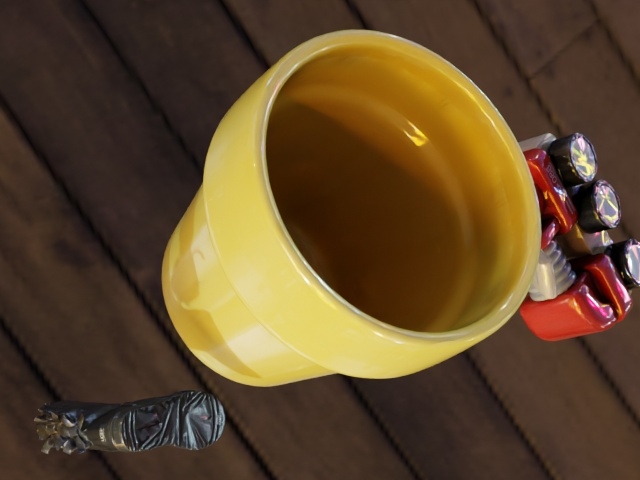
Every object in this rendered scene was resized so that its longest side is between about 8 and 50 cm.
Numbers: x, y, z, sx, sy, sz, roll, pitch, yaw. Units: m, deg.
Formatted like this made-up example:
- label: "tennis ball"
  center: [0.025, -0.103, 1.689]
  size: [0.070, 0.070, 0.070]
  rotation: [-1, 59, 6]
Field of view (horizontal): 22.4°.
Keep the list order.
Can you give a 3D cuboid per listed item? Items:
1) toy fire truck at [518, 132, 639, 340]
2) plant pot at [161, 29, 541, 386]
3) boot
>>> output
- label: "toy fire truck"
  center: [0.250, 0.023, 1.747]
  size: [0.246, 0.158, 0.217]
  rotation: [-46, 113, -46]
- label: "plant pot"
  center: [0.000, 0.000, 1.250]
  size: [0.254, 0.239, 0.254]
  rotation: [14, 62, -29]
- label: "boot"
  center: [-0.145, 0.137, 1.215]
  size: [0.121, 0.099, 0.045]
  rotation: [-3, 89, -50]
